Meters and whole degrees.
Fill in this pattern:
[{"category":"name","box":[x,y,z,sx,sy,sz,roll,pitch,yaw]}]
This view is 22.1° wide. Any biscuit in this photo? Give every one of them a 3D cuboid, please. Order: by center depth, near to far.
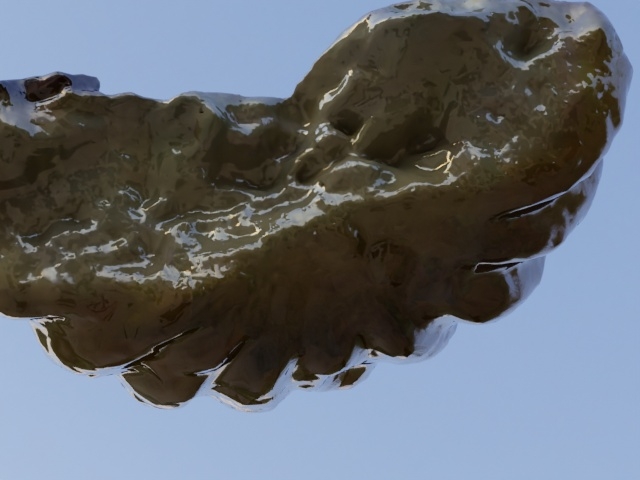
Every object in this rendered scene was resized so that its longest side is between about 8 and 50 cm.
[{"category":"biscuit","box":[0.000,0.000,0.443,0.183,0.061,0.118,-17,-50,-7]}]
